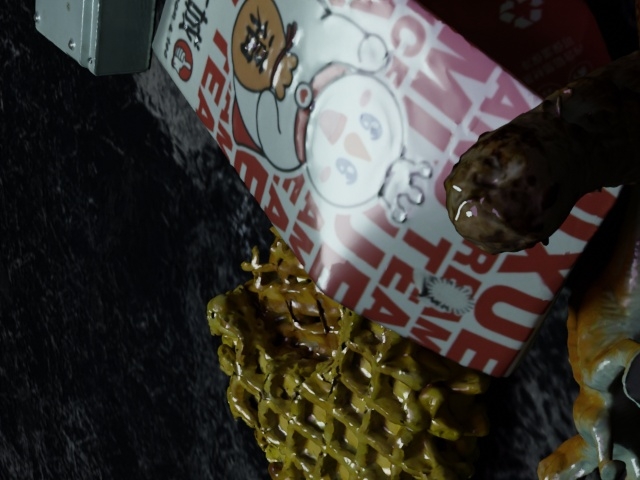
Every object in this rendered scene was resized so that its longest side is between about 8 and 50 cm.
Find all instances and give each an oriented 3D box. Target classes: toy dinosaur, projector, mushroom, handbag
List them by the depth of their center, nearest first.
[{"bbox_3d":[0.136,-0.056,0.624,0.148,0.217,0.227,-31,70,58],"label":"mushroom"},{"bbox_3d":[0.150,0.041,0.803,0.142,0.057,0.212,155,124,-75],"label":"toy dinosaur"},{"bbox_3d":[0.044,-0.083,0.836,0.298,0.151,0.171,55,139,36],"label":"handbag"},{"bbox_3d":[-0.176,-0.214,1.257,0.115,0.061,0.147,37,128,48],"label":"projector"}]

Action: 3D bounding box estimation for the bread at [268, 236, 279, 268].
[{"bbox_3d":[0.001,0.000,1.026,0.062,0.049,0.103,62,145,30],"label":"bread"}]

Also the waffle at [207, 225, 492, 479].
[{"bbox_3d":[0.013,0.084,0.967,0.197,0.070,0.193,54,139,11],"label":"waffle"}]
